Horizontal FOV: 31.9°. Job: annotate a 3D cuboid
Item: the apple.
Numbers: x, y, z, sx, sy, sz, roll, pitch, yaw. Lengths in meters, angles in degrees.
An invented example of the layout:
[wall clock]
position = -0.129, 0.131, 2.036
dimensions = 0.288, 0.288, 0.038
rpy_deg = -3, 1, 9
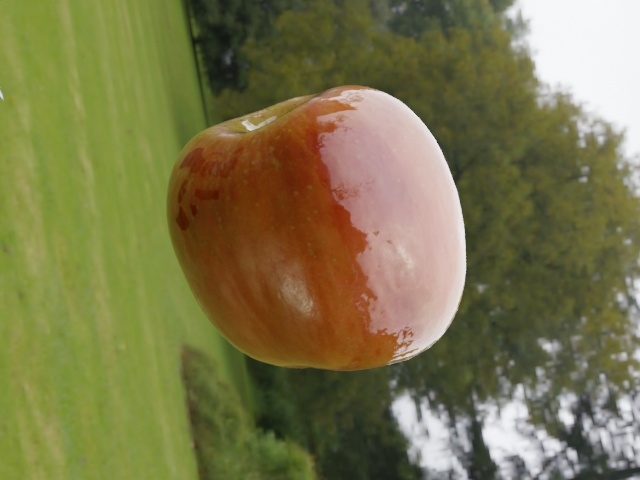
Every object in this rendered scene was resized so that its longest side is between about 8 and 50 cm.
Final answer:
[apple]
position = 0.000, 0.000, 0.951
dimensions = 0.242, 0.242, 0.241
rpy_deg = -103, 173, -78

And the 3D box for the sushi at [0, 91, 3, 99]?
[sushi]
position = -0.424, -0.265, 1.129
dimensions = 0.220, 0.047, 0.231
rpy_deg = 53, 8, -52
